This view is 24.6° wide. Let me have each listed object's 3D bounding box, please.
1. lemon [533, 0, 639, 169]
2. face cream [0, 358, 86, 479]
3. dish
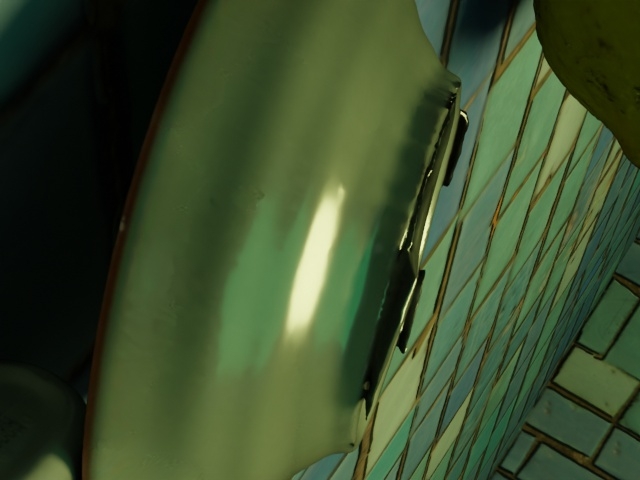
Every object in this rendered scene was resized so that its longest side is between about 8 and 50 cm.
[{"bbox_3d":[0.259,-0.183,0.886,0.258,0.258,0.310,77,35,-69],"label":"lemon"},{"bbox_3d":[-0.155,0.180,0.503,0.144,0.071,0.291,-43,157,-59],"label":"face cream"},{"bbox_3d":[0.000,0.000,0.543,0.260,0.085,0.260,16,90,-82],"label":"dish"}]
